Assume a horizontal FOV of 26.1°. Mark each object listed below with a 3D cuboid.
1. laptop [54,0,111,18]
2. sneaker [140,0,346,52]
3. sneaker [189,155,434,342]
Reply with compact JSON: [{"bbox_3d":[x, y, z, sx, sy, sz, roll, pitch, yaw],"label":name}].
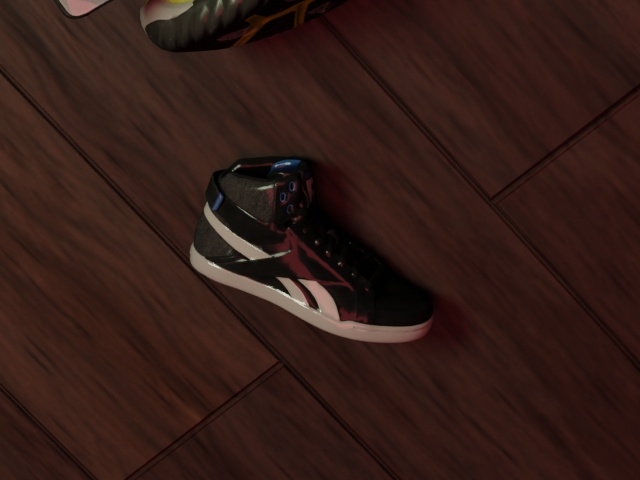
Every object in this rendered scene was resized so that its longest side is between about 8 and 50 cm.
[{"bbox_3d":[-0.102,-0.333,0.751,0.408,0.236,0.382,-26,115,16],"label":"laptop"},{"bbox_3d":[0.012,-0.275,1.000,0.384,0.145,0.147,-35,85,21],"label":"sneaker"},{"bbox_3d":[0.000,0.000,1.143,0.217,0.079,0.121,18,119,8],"label":"sneaker"}]
